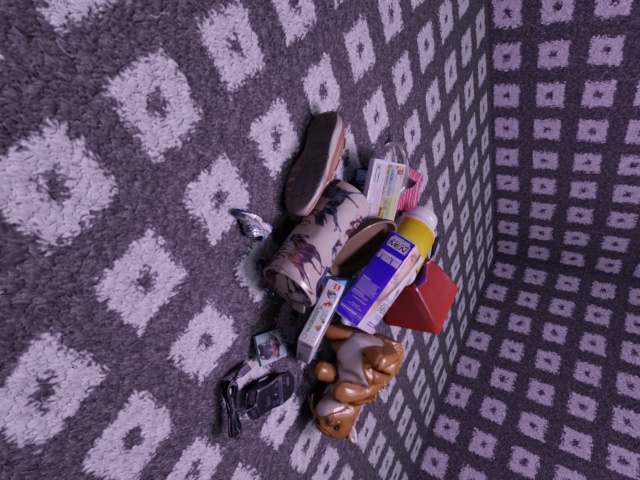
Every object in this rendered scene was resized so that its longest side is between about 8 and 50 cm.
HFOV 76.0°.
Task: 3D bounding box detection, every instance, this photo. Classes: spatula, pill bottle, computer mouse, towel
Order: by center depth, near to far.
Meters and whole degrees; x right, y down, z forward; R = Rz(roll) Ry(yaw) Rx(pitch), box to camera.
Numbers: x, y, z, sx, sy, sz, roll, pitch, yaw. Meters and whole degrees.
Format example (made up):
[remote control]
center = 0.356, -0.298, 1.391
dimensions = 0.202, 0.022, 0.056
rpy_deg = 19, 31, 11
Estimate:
[computer mouse]
center = -0.181, 0.413, 1.164
dimensions = 0.262, 0.060, 0.184
rpy_deg = -21, 108, -50
[spatula]
center = 0.453, 0.079, 1.716
dimensions = 0.296, 0.030, 0.084
rpy_deg = -54, 178, -40
[pill bottle]
center = 0.365, 0.014, 1.719
dimensions = 0.334, 0.188, 0.188
rpy_deg = -54, 140, -31
[towel]
center = 0.385, -0.224, 1.817
dimensions = 0.275, 0.031, 0.199
rpy_deg = 5, 97, -57

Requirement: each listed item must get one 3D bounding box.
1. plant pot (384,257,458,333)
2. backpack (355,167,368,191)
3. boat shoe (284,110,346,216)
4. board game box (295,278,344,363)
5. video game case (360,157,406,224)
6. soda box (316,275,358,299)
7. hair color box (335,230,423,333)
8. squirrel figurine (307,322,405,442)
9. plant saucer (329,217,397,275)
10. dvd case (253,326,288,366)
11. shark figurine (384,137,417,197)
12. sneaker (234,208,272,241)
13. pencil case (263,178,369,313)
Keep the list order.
[plant pot]
center = 0.413, 0.217, 1.821
dimensions = 0.267, 0.267, 0.236
rpy_deg = -54, 128, -32
[backpack]
center = 0.179, -0.210, 1.446
dimensions = 0.114, 0.105, 0.084
rpy_deg = 6, 95, -54
[boat shoe]
center = 0.002, -0.208, 1.173
dimensions = 0.116, 0.123, 0.324
rpy_deg = 41, 68, -55
[board game box]
center = -0.007, 0.257, 1.245
dimensions = 0.193, 0.053, 0.305
rpy_deg = -61, 172, -25
[video game case]
center = 0.210, -0.158, 1.403
dimensions = 0.206, 0.026, 0.227
rpy_deg = -4, 108, -50
[soda box]
center = 0.065, 0.165, 1.431
dimensions = 0.210, 0.067, 0.071
rpy_deg = 8, 95, -57
[hair color box]
center = 0.214, 0.153, 1.440
dimensions = 0.339, 0.110, 0.185
rpy_deg = -55, 151, -4
[squirrel figurine]
center = 0.136, 0.522, 1.482
dimensions = 0.397, 0.281, 0.370
rpy_deg = 15, 94, -54
[plant saucer]
center = 0.141, 0.020, 1.405
dimensions = 0.278, 0.041, 0.278
rpy_deg = -28, 152, -16
[dvd case]
center = -0.143, 0.305, 1.185
dimensions = 0.119, 0.013, 0.087
rpy_deg = -3, 78, -58
[shark figurine]
center = 0.333, -0.263, 1.619
dimensions = 0.166, 0.116, 0.278
rpy_deg = -5, 110, -35
[sneaker]
center = -0.171, -0.034, 1.031
dimensions = 0.135, 0.052, 0.058
rpy_deg = 38, 73, -54
[pencil case]
center = 0.000, 0.000, 1.180
dimensions = 0.410, 0.160, 0.183
rpy_deg = -56, 156, -34
